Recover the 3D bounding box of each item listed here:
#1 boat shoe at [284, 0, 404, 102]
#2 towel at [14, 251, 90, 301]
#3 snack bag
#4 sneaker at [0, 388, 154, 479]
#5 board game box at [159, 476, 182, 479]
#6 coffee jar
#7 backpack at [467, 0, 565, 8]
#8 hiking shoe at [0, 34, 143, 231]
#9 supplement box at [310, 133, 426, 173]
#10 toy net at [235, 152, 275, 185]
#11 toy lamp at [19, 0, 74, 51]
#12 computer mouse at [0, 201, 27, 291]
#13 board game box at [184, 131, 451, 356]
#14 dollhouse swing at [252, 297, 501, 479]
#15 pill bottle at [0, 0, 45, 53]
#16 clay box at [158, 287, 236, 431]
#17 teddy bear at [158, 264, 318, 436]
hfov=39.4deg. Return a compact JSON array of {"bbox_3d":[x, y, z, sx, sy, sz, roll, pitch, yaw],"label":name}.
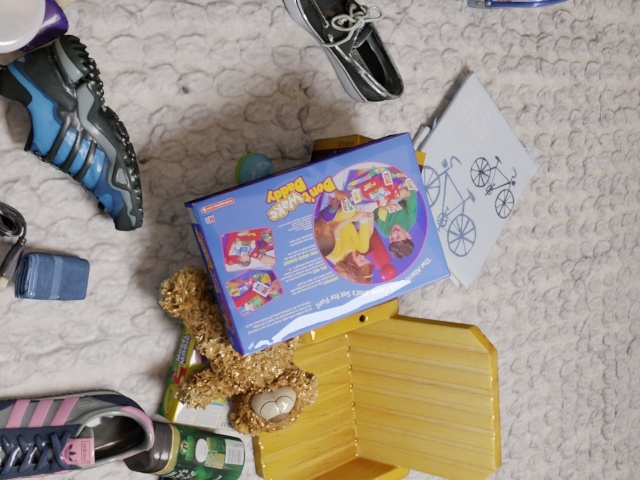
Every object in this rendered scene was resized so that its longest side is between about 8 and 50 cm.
[{"bbox_3d":[0.045,-0.357,1.510,0.113,0.105,0.306,-46,123,-24],"label":"boat shoe"},{"bbox_3d":[-0.378,0.052,1.261,0.119,0.029,0.067,11,89,-60],"label":"towel"},{"bbox_3d":[0.291,-0.124,1.797,0.323,0.037,0.342,45,70,-36],"label":"snack bag"},{"bbox_3d":[-0.384,0.280,1.251,0.319,0.131,0.112,-10,104,-38],"label":"sneaker"},{"bbox_3d":[-0.224,0.480,1.471,0.141,0.048,0.170,26,80,-41],"label":"board game box"},{"bbox_3d":[-0.217,0.339,1.419,0.184,0.096,0.079,22,62,-39],"label":"coffee jar"},{"bbox_3d":[0.391,-0.540,1.660,0.276,0.263,0.213,-33,117,-32],"label":"backpack"},{"bbox_3d":[-0.342,-0.136,1.253,0.132,0.113,0.304,-18,122,-1],"label":"hiking shoe"},{"bbox_3d":[0.061,-0.065,1.499,0.129,0.191,0.194,13,89,-21],"label":"supplement box"},{"bbox_3d":[-0.113,-0.024,1.481,0.122,0.045,0.232,28,81,-41],"label":"toy net"},{"bbox_3d":[-0.323,-0.361,1.230,0.275,0.080,0.080,-48,123,-24],"label":"toy lamp"},{"bbox_3d":[-0.503,0.038,1.164,0.184,0.060,0.262,36,63,-33],"label":"computer mouse"},{"bbox_3d":[0.000,0.000,1.337,0.347,0.078,0.233,-19,99,-17],"label":"board game box"},{"bbox_3d":[0.093,0.300,1.534,0.315,0.305,0.347,-15,108,-37],"label":"dollhouse swing"},{"bbox_3d":[-0.423,-0.280,1.070,0.117,0.215,0.117,-8,102,-38],"label":"pill bottle"},{"bbox_3d":[-0.170,0.192,1.462,0.127,0.053,0.222,19,84,-38],"label":"clay box"},{"bbox_3d":[-0.117,0.164,1.395,0.245,0.113,0.338,-16,105,-32],"label":"teddy bear"}]
